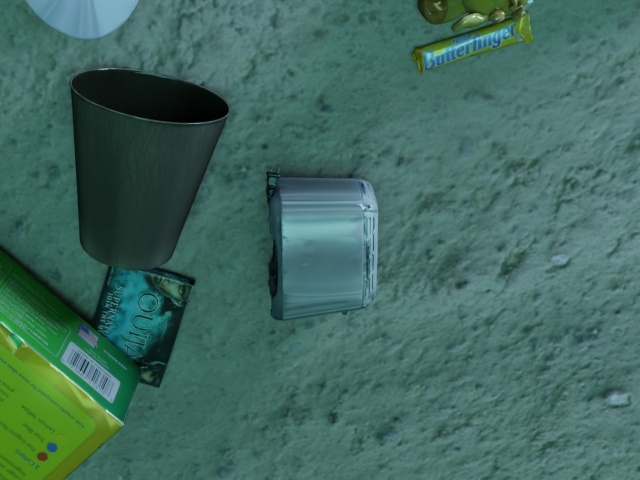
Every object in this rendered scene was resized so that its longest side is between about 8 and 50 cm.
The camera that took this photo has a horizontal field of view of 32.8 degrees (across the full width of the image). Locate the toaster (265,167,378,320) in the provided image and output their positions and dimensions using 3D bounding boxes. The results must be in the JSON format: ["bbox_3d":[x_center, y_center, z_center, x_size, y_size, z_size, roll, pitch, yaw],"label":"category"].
[{"bbox_3d":[0.000,0.000,1.488,0.146,0.129,0.227,-3,114,-5],"label":"toaster"}]

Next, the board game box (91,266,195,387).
[{"bbox_3d":[-0.268,0.121,1.591,0.126,0.026,0.186,16,114,-9],"label":"board game box"}]

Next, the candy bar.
[{"bbox_3d":[0.198,-0.256,1.427,0.161,0.018,0.040,-16,115,5],"label":"candy bar"}]

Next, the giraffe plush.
[{"bbox_3d":[0.190,-0.322,1.309,0.210,0.170,0.181,25,112,-13],"label":"giraffe plush"}]

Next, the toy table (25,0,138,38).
[{"bbox_3d":[-0.276,-0.390,1.268,0.252,0.161,0.274,6,116,-5],"label":"toy table"}]

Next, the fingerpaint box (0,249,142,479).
[{"bbox_3d":[-0.544,0.190,1.530,0.445,0.163,0.371,43,107,-14],"label":"fingerpaint box"}]

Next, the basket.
[{"bbox_3d":[-0.237,-0.088,1.427,0.204,0.154,0.227,9,119,-8],"label":"basket"}]
